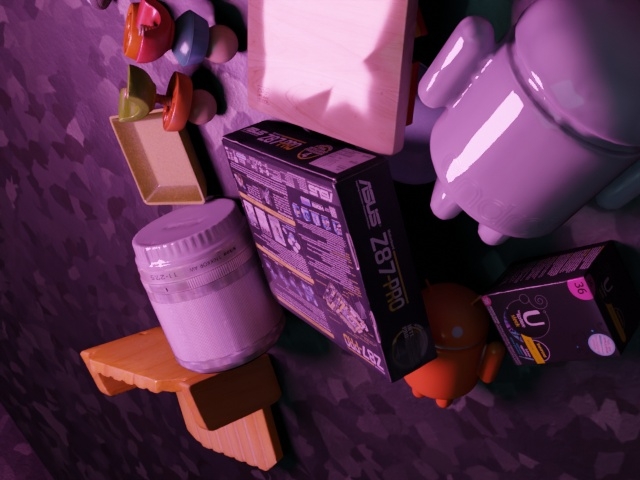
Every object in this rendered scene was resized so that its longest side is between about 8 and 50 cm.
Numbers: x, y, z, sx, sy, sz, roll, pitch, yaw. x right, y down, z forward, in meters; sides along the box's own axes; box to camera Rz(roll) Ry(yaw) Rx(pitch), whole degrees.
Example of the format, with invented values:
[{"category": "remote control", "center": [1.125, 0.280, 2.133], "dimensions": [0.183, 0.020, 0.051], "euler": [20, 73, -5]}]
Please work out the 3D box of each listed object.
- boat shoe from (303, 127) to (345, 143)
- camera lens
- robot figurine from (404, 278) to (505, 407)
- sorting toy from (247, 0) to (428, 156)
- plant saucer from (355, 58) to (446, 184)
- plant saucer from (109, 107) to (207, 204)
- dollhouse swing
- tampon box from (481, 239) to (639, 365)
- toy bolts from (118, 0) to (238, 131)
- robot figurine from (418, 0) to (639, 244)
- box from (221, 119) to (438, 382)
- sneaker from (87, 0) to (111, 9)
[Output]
[{"category": "boat shoe", "center": [-0.033, -0.221, 1.226], "dimensions": [0.206, 0.065, 0.075], "euler": [44, 139, 10]}, {"category": "camera lens", "center": [-0.200, 0.087, 1.483], "dimensions": [0.219, 0.219, 0.274], "euler": [1, 118, 42]}, {"category": "robot figurine", "center": [0.189, 0.155, 1.245], "dimensions": [0.158, 0.128, 0.219], "euler": [-123, 28, -47]}, {"category": "sorting toy", "center": [0.027, -0.275, 1.068], "dimensions": [0.257, 0.089, 0.256], "euler": [24, 125, 33]}, {"category": "plant saucer", "center": [0.120, -0.174, 1.141], "dimensions": [0.195, 0.037, 0.195], "euler": [23, 130, 30]}, {"category": "plant saucer", "center": [-0.294, -0.161, 1.524], "dimensions": [0.188, 0.045, 0.188], "euler": [2, 119, 42]}, {"category": "dollhouse swing", "center": [-0.288, 0.374, 1.735], "dimensions": [0.346, 0.315, 0.305], "euler": [8, 105, 38]}, {"category": "tampon box", "center": [0.326, 0.088, 1.091], "dimensions": [0.161, 0.101, 0.120], "euler": [-17, 106, 47]}, {"category": "toy bolts", "center": [-0.231, -0.311, 1.333], "dimensions": [0.228, 0.158, 0.218], "euler": [137, 134, -59]}, {"category": "robot figurine", "center": [0.261, -0.139, 0.914], "dimensions": [0.299, 0.200, 0.353], "euler": [24, 140, -11]}, {"category": "box", "center": [0.000, 0.000, 1.230], "dimensions": [0.395, 0.097, 0.318], "euler": [26, 136, 58]}, {"category": "sneaker", "center": [-0.345, -0.441, 1.361], "dimensions": [0.076, 0.065, 0.166], "euler": [44, 140, 3]}]
